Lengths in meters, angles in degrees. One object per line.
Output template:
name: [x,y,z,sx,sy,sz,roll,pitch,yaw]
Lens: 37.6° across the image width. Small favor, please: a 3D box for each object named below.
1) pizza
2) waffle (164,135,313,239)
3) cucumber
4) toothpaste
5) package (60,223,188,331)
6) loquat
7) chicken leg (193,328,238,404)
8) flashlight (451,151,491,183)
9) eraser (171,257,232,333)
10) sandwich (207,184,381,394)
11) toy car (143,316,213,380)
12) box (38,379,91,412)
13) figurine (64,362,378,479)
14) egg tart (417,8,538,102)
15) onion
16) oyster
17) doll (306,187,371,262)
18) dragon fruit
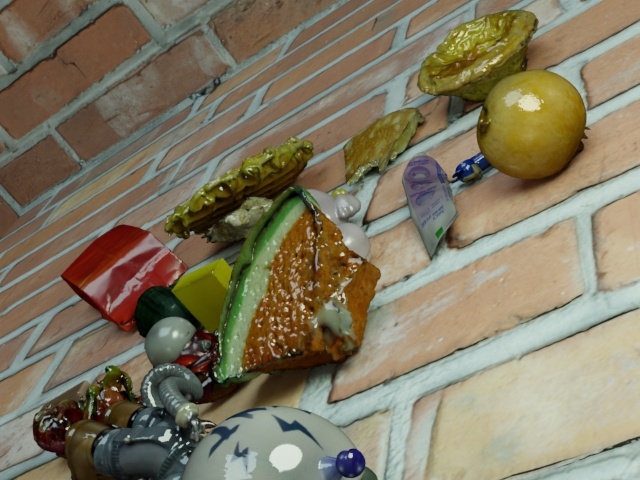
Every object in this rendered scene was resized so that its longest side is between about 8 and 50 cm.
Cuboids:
pizza: [0.113,-0.173,1.743,0.181,0.034,0.262,-30,21,21]
waffle: [-0.158,-0.099,1.861,0.302,0.068,0.325,-36,-8,30]
cucumber: [-0.273,0.132,1.710,0.115,0.063,0.244,-46,23,-18]
toothpaste: [0.166,-0.069,1.418,0.075,0.048,0.301,-34,21,15]
package: [-0.426,0.068,2.009,0.196,0.123,0.423,-46,20,-12]
loquat: [0.283,-0.155,1.264,0.163,0.163,0.137,-37,30,4]
chicken leg: [-0.147,0.186,1.380,0.093,0.053,0.205,17,50,29]
flashlight: [0.250,-0.120,1.411,0.121,0.035,0.057,-33,-13,-1]
eraser: [-0.162,0.098,1.506,0.097,0.122,0.045,-24,23,32]
sandwich: [-0.026,0.073,1.270,0.212,0.109,0.292,-4,72,35]
toy car: [-0.217,0.169,1.463,0.139,0.112,0.112,-20,27,41]
box: [-0.473,0.300,1.736,0.115,0.025,0.048,-31,17,18]
figurine: [-0.104,0.255,0.959,0.382,0.186,0.261,1,30,40]
egg tart: [0.285,-0.317,1.663,0.241,0.106,0.241,-30,24,15]
onion: [-0.419,0.310,1.542,0.107,0.097,0.107,1,12,0]
oyster: [-0.151,-0.027,1.798,0.163,0.081,0.191,-30,-10,14]
doll: [0.000,-0.001,1.490,0.160,0.094,0.365,-27,23,7]
dragon fruit: [-0.310,0.279,1.417,0.138,0.175,0.142,-24,-8,10]
